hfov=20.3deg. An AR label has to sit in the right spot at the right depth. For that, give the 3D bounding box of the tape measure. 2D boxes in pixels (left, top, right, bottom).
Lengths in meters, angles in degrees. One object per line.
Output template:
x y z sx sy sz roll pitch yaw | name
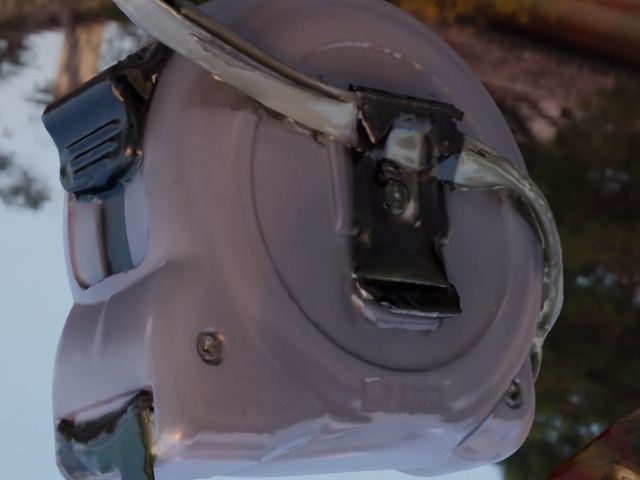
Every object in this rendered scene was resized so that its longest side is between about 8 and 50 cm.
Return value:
-0.003 -0.003 0.612 0.196 0.178 0.105 -3 167 -39 | tape measure

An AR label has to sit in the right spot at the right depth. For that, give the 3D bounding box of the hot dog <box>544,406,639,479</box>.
0.109 0.106 0.385 0.257 0.153 0.150 -8 177 -32 | hot dog
